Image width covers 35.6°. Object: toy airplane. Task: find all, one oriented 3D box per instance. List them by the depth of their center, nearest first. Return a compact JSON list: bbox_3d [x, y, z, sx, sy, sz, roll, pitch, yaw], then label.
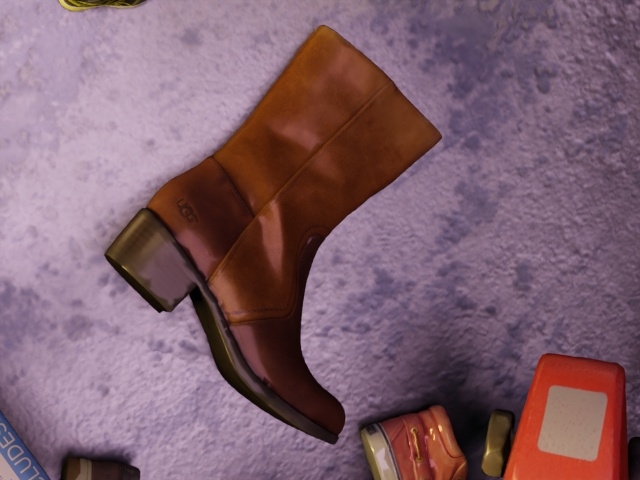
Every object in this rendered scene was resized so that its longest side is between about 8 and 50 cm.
[{"bbox_3d":[0.155,0.329,0.739,0.386,0.272,0.384,-36,78,11],"label":"toy airplane"}]

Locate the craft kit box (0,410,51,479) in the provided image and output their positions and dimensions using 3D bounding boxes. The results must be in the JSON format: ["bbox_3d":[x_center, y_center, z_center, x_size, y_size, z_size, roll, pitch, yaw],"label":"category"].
[{"bbox_3d":[-0.355,0.168,0.709,0.246,0.061,0.250,-35,89,-28],"label":"craft kit box"}]

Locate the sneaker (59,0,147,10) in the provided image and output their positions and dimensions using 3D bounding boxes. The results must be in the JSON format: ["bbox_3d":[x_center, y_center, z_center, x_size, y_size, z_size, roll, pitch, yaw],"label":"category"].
[{"bbox_3d":[-0.166,-0.200,0.797,0.083,0.035,0.031,-17,101,-14],"label":"sneaker"}]

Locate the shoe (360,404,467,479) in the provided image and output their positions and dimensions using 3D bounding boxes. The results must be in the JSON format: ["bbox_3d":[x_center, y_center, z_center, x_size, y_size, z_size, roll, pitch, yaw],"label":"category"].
[{"bbox_3d":[0.100,0.240,0.904,0.081,0.063,0.178,-18,96,-10],"label":"shoe"}]

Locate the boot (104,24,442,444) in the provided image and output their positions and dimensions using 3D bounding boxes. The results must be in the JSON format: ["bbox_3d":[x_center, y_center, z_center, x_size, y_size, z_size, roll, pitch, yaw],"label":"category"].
[{"bbox_3d":[0.000,0.000,0.858,0.264,0.096,0.280,46,75,-8],"label":"boot"}]

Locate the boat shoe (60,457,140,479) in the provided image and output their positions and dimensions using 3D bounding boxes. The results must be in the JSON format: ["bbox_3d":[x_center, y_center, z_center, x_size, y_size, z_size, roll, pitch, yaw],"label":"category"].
[{"bbox_3d":[-0.184,0.291,0.817,0.073,0.080,0.224,3,90,-12],"label":"boat shoe"}]
